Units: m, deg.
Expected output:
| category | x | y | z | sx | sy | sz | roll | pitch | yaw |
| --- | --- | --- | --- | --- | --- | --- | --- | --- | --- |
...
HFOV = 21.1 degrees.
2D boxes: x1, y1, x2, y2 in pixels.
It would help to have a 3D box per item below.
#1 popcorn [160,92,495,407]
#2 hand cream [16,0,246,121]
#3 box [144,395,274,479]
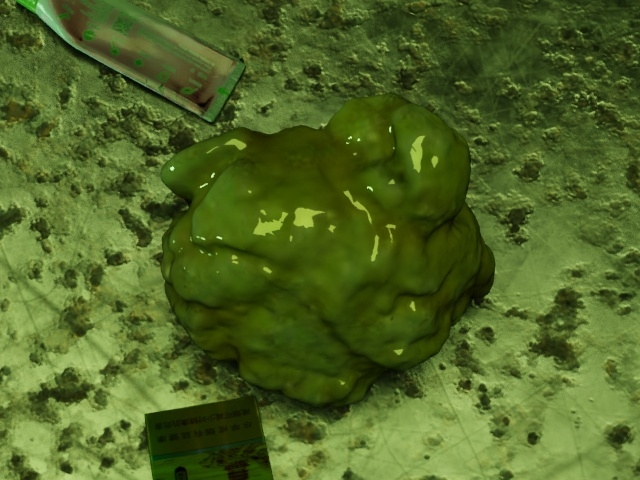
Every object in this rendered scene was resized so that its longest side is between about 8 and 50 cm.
| category | x | y | z | sx | sy | sz | roll | pitch | yaw |
| --- | --- | --- | --- | --- | --- | --- | --- | --- | --- |
| popcorn | 0.005 | 0.012 | 1.757 | 0.334 | 0.292 | 0.293 | -23 | 80 | -4 |
| hand cream | -0.221 | -0.234 | 1.955 | 0.275 | 0.050 | 0.079 | 29 | 99 | 1 |
| box | -0.111 | 0.237 | 1.755 | 0.121 | 0.030 | 0.193 | -9 | 36 | -5 |
